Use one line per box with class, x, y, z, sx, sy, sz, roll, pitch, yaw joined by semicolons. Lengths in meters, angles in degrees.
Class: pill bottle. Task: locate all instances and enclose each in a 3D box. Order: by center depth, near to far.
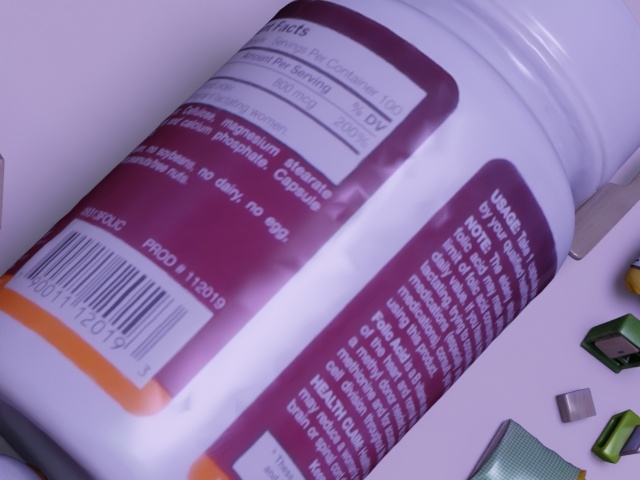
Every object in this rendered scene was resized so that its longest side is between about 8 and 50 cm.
pill bottle;0.000;0.000;1.104;0.392;0.224;0.224;-45;97;-16

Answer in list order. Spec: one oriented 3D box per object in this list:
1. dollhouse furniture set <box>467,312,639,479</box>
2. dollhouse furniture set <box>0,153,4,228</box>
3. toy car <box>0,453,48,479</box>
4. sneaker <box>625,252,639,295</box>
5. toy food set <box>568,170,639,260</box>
dollhouse furniture set;0.164;0.122;1.239;0.076;0.058;0.152;39;71;-9
dollhouse furniture set;-0.282;0.018;1.104;0.182;0.101;0.161;1;105;-20
toy car;-0.230;0.158;1.065;0.182;0.159;0.136;2;46;-18
sneaker;0.279;0.087;1.284;0.092;0.088;0.225;-32;92;-1
toy food set;0.132;-0.083;1.280;0.132;0.038;0.192;-41;84;-26
